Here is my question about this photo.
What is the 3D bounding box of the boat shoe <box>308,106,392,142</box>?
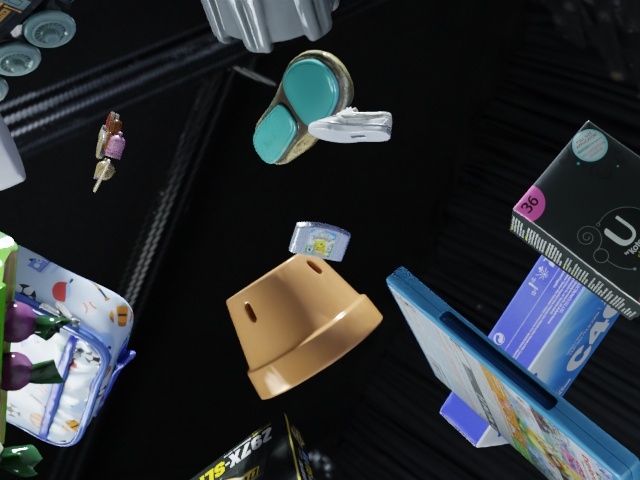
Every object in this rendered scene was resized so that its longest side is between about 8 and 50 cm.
[{"bbox_3d":[0.035,-0.135,0.950,0.035,0.100,0.035,44,-127,-59],"label":"boat shoe"}]

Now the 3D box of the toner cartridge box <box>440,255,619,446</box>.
[{"bbox_3d":[0.309,0.109,1.082,0.165,0.075,0.348,11,-66,-49],"label":"toner cartridge box"}]

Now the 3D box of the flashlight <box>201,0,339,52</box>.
[{"bbox_3d":[-0.055,-0.240,0.408,0.103,0.103,0.304,-82,-20,-46],"label":"flashlight"}]

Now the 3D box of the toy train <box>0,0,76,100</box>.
[{"bbox_3d":[-0.518,-0.328,1.247,0.334,0.142,0.190,-30,-24,28],"label":"toy train"}]

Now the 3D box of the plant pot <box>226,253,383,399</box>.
[{"bbox_3d":[-0.050,0.149,1.642,0.291,0.203,0.291,-33,0,0],"label":"plant pot"}]

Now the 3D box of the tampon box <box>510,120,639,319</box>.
[{"bbox_3d":[0.294,-0.018,0.842,0.120,0.161,0.101,-50,-16,-3],"label":"tampon box"}]

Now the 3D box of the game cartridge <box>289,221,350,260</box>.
[{"bbox_3d":[0.000,0.000,1.222,0.083,0.017,0.056,10,-59,-12],"label":"game cartridge"}]

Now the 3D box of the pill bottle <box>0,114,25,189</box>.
[{"bbox_3d":[-0.584,-0.095,1.177,0.283,0.160,0.160,-24,-44,-10],"label":"pill bottle"}]

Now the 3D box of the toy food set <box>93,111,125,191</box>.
[{"bbox_3d":[-0.269,-0.120,1.062,0.019,0.122,0.078,17,-47,-25],"label":"toy food set"}]

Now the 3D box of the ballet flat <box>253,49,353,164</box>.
[{"bbox_3d":[-0.013,-0.230,1.368,0.123,0.123,0.348,-34,-2,-27],"label":"ballet flat"}]

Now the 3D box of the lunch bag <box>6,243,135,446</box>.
[{"bbox_3d":[-0.392,0.154,1.156,0.303,0.243,0.115,-59,3,42],"label":"lunch bag"}]

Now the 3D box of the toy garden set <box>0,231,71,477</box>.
[{"bbox_3d":[-0.120,0.147,0.273,0.049,0.244,0.204,7,-58,-15],"label":"toy garden set"}]

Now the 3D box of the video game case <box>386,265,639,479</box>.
[{"bbox_3d":[0.108,0.092,0.453,0.015,0.166,0.119,-40,-43,-9],"label":"video game case"}]

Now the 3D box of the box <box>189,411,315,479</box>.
[{"bbox_3d":[-0.161,0.498,1.553,0.322,0.257,0.079,-37,-73,4],"label":"box"}]
